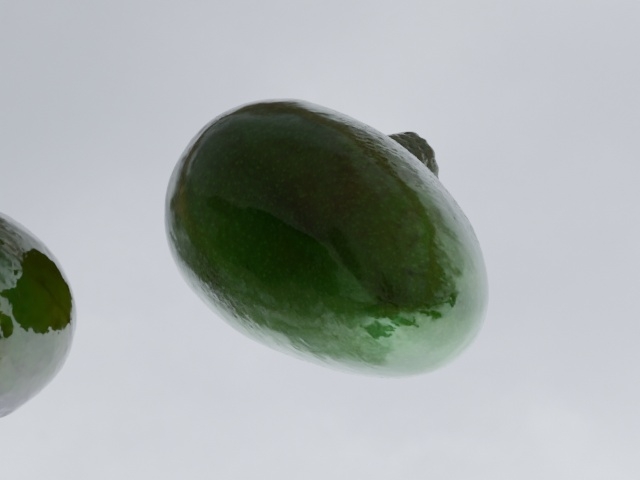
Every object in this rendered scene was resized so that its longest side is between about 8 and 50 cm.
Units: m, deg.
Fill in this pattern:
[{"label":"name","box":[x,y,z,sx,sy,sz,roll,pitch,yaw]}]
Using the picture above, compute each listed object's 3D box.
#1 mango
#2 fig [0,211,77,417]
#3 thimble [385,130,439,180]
[{"label":"mango","box":[0.000,0.000,0.968,0.201,0.225,0.382,-45,-155,-5]},{"label":"fig","box":[-0.270,0.047,0.856,0.181,0.191,0.181,-4,-132,5]},{"label":"thimble","box":[0.071,-0.054,1.234,0.062,0.110,0.084,-11,-139,-33]}]
